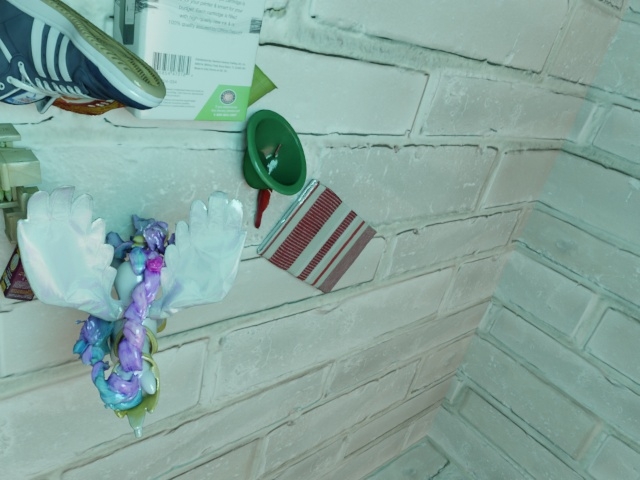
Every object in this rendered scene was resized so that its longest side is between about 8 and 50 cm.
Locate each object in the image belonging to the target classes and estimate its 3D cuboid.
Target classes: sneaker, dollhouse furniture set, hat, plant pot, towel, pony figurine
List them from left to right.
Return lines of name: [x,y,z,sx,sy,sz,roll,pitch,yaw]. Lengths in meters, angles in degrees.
dollhouse furniture set: [-0.460,-0.050,0.681,0.101,0.161,0.182,-14,127,-39]
sneaker: [-0.327,-0.205,0.622,0.153,0.282,0.099,-55,163,12]
sneaker: [-0.326,-0.223,0.708,0.064,0.175,0.067,19,69,-69]
pony figurine: [-0.291,0.078,0.788,0.303,0.363,0.351,1,103,-20]
plant pot: [-0.136,-0.287,0.908,0.079,0.083,0.083,-44,143,9]
hat: [-0.148,-0.147,1.039,0.173,0.184,0.208,-2,78,-53]
towel: [0.000,0.000,1.296,0.237,0.037,0.329,-52,140,2]

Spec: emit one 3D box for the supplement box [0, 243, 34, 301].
supplement box: [-0.492,0.051,0.812,0.043,0.055,0.083,20,103,-49]

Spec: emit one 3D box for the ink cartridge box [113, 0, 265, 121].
ink cartridge box: [-0.204,-0.336,0.760,0.198,0.115,0.272,-10,126,-41]
